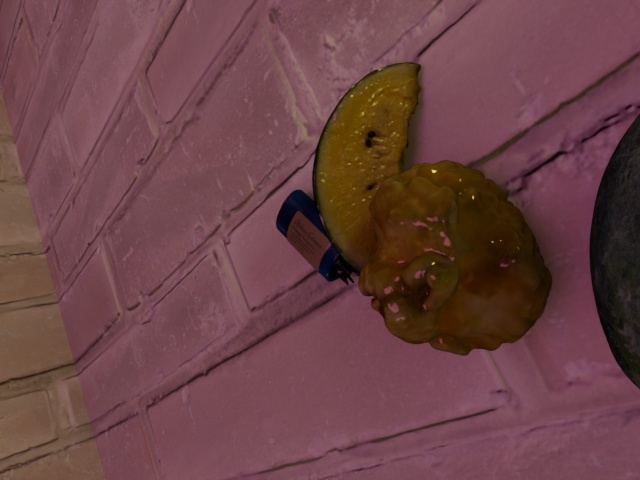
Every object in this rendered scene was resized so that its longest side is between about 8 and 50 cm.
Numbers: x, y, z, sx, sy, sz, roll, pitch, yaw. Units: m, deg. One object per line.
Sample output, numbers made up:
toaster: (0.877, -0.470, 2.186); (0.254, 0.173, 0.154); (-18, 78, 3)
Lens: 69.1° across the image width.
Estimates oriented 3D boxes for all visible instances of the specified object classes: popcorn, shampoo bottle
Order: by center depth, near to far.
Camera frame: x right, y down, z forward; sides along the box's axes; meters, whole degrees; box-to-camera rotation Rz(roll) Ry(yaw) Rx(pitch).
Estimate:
popcorn: (0.139, 0.023, 0.542); (0.226, 0.200, 0.203); (41, 120, -20)
shampoo bottle: (0.000, 0.000, 0.761); (0.183, 0.050, 0.087); (44, 119, 30)

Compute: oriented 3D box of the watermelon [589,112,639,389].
watermelon: (0.349, -0.016, 0.340); (0.213, 0.289, 0.320); (18, 89, 2)

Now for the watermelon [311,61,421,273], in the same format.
watermelon: (0.058, -0.095, 0.632); (0.129, 0.123, 0.301); (6, 88, 15)
